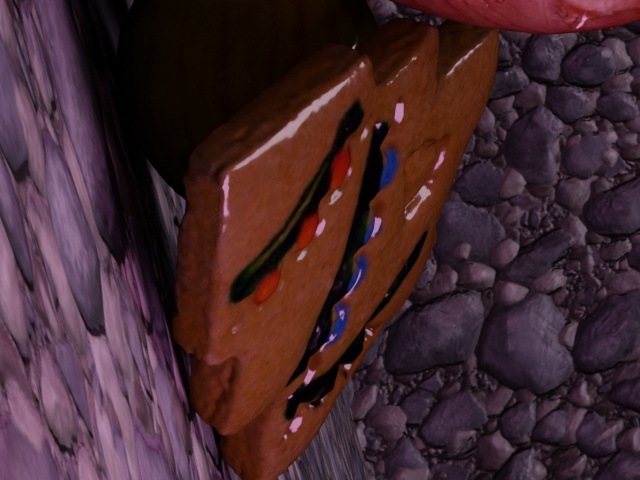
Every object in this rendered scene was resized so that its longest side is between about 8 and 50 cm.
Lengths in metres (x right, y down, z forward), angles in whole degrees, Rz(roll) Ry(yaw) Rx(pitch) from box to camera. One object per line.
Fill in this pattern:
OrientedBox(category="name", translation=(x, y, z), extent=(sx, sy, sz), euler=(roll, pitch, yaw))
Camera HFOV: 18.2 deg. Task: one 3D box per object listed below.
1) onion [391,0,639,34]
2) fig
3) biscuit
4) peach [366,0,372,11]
OrientedBox(category="onion", translation=(0.113, -0.253, 0.981), extent=(0.353, 0.354, 0.353), euler=(-16, 90, -88))
OrientedBox(category="fig", translation=(-0.029, -0.065, 1.057), extent=(0.148, 0.142, 0.186), euler=(-86, 159, -78))
OrientedBox(category="biscuit", translation=(0.001, 0.001, 0.998), extent=(0.278, 0.043, 0.301), euler=(-64, 160, 4))
OrientedBox(category="peach", translation=(-0.063, -0.239, 1.232), extent=(0.154, 0.159, 0.267), euler=(90, -9, -52))
